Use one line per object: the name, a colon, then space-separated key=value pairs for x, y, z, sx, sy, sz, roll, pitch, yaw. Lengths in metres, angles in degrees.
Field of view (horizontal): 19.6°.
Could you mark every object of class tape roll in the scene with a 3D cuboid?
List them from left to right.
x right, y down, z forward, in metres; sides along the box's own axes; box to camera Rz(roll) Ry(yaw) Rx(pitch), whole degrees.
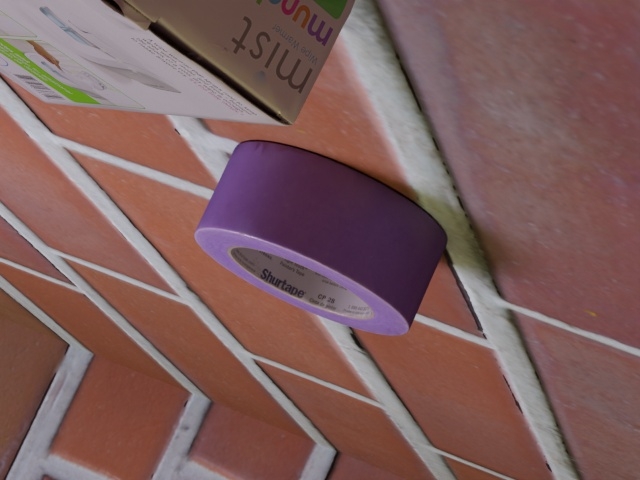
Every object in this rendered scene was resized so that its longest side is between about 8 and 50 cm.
tape roll: x=0.000 y=0.000 z=1.480 sx=0.189 sy=0.080 sz=0.189 roll=23 pitch=166 yaw=6

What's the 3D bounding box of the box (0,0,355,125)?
box: x=-0.147 y=-0.175 z=0.961 sx=0.231 sy=0.127 sz=0.262 roll=8 pitch=159 yaw=48
